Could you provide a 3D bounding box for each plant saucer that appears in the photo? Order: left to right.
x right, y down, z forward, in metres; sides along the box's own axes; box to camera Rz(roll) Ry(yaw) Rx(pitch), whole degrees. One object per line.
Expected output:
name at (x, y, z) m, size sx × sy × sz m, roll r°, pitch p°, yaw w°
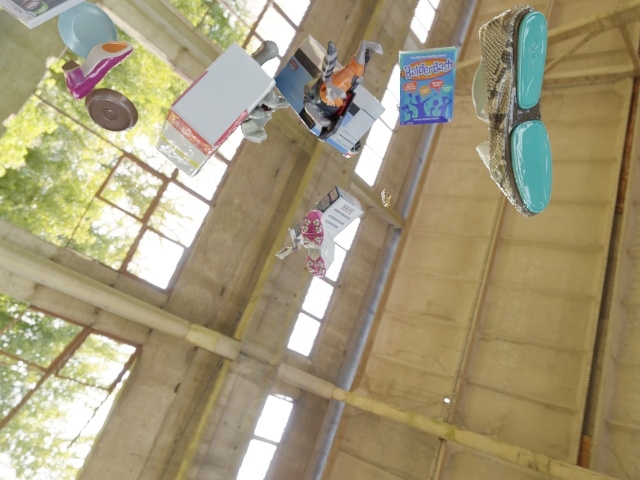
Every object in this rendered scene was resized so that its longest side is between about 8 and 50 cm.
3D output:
plant saucer at (-0.835, -0.758, 1.574) m, size 0.195 × 0.195 × 0.037 m, roll -42°, pitch -149°, yaw 17°
plant saucer at (-0.695, -0.422, 1.440) m, size 0.168 × 0.168 × 0.029 m, roll -30°, pitch -139°, yaw 30°

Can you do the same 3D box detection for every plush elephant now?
plush elephant at (-0.242, -0.543, 1.688) m, size 0.330 × 0.255 × 0.271 m, roll -17°, pitch -111°, yaw 24°

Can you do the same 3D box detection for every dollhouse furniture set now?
dollhouse furniture set at (-0.105, 0.006, 1.524) m, size 0.091 × 0.081 × 0.114 m, roll -3°, pitch -159°, yaw 33°

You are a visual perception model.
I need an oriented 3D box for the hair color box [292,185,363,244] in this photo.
hair color box at (0.033, -0.103, 2.237) m, size 0.347 × 0.174 × 0.105 m, roll -42°, pitch -142°, yaw 25°

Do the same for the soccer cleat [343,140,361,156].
soccer cleat at (0.099, -0.567, 2.162) m, size 0.109 × 0.318 × 0.116 m, roll -22°, pitch 180°, yaw -24°

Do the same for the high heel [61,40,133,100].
high heel at (-0.694, -0.541, 1.384) m, size 0.244 × 0.082 × 0.117 m, roll -49°, pitch 167°, yaw -31°

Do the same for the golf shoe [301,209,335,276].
golf shoe at (0.000, 0.000, 1.857) m, size 0.115 × 0.306 × 0.140 m, roll 15°, pitch -146°, yaw 30°

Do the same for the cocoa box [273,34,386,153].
cocoa box at (0.026, -0.537, 1.614) m, size 0.228 × 0.231 × 0.347 m, roll -46°, pitch -126°, yaw 19°

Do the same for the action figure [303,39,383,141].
action figure at (0.048, -0.490, 1.297) m, size 0.341 × 0.178 × 0.330 m, roll -66°, pitch -161°, yaw -12°

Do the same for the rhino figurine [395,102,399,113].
rhino figurine at (0.391, -0.594, 1.957) m, size 0.243 × 0.106 × 0.073 m, roll -79°, pitch -178°, yaw -69°

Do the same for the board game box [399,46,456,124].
board game box at (0.315, -0.456, 1.295) m, size 0.160 × 0.210 × 0.047 m, roll -2°, pitch -148°, yaw 8°

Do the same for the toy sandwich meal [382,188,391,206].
toy sandwich meal at (0.297, -0.189, 1.945) m, size 0.029 × 0.085 × 0.085 m, roll -6°, pitch -137°, yaw -7°

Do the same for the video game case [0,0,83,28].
video game case at (-0.770, -0.673, 1.194) m, size 0.190 × 0.173 × 0.022 m, roll -47°, pitch 166°, yaw -25°

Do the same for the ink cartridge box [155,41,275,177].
ink cartridge box at (-0.335, -0.372, 1.321) m, size 0.279 × 0.160 × 0.385 m, roll -56°, pitch -162°, yaw -20°

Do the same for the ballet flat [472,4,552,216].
ballet flat at (0.463, -0.303, 1.076) m, size 0.182 × 0.164 × 0.482 m, roll 15°, pitch -62°, yaw 60°
